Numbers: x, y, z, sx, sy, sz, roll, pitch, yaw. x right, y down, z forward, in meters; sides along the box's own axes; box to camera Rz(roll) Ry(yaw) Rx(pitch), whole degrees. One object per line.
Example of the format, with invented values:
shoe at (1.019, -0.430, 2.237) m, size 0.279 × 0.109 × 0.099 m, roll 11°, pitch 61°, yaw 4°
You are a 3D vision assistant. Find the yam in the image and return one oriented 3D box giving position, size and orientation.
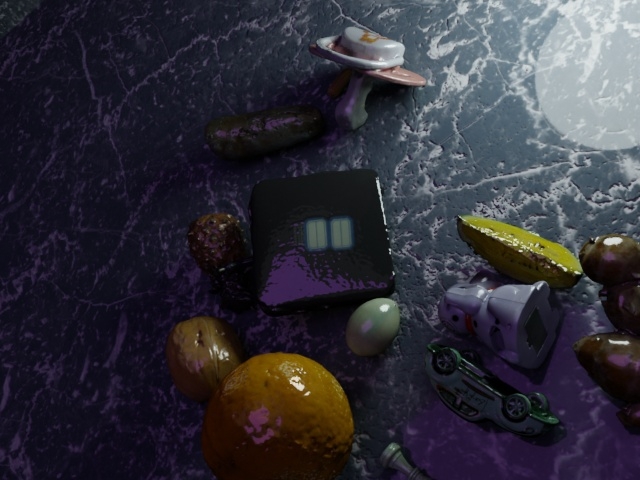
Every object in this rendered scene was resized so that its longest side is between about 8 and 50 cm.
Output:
yam at (-0.148, -0.307, 2.127) m, size 0.330 × 0.133 × 0.133 m, roll -10°, pitch 66°, yaw 19°

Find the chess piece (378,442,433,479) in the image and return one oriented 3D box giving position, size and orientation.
chess piece at (0.198, 0.508, 1.662) m, size 0.149 × 0.059 × 0.059 m, roll 36°, pitch 89°, yaw 28°

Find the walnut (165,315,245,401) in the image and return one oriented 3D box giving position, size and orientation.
walnut at (-0.289, 0.295, 1.917) m, size 0.193 × 0.193 × 0.226 m, roll -39°, pitch 59°, yaw 8°

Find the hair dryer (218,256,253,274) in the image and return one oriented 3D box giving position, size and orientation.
hair dryer at (-0.154, 0.061, 1.949) m, size 0.219 × 0.071 × 0.124 m, roll -10°, pitch 55°, yaw -24°

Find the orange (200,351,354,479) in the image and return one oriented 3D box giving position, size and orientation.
orange at (-0.096, 0.403, 1.693) m, size 0.340 × 0.340 × 0.293 m, roll -24°, pitch 50°, yaw 17°

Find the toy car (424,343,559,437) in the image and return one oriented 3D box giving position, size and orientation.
toy car at (0.344, 0.328, 1.614) m, size 0.306 × 0.136 × 0.125 m, roll 34°, pitch 101°, yaw 32°

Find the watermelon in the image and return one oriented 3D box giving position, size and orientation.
watermelon at (0.439, 0.021, 1.687) m, size 0.301 × 0.129 × 0.123 m, roll 28°, pitch 86°, yaw 26°

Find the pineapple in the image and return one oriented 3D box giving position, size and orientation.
pineapple at (-0.253, 0.072, 2.028) m, size 0.158 × 0.158 × 0.279 m, roll -25°, pitch 74°, yaw 16°

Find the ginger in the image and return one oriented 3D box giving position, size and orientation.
ginger at (0.624, 0.178, 1.506) m, size 0.256 × 0.176 × 0.375 m, roll 7°, pitch 84°, yaw 6°

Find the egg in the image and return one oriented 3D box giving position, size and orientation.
egg at (0.124, 0.201, 1.785) m, size 0.114 × 0.114 × 0.152 m, roll 39°, pitch 87°, yaw 33°

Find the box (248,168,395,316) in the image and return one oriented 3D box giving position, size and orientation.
box at (0.000, 0.000, 1.891) m, size 0.350 × 0.091 × 0.359 m, roll -8°, pitch 65°, yaw 4°

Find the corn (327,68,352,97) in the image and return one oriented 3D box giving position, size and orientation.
corn at (0.055, -0.437, 2.125) m, size 0.037 × 0.037 × 0.092 m, roll 36°, pitch 85°, yaw 33°

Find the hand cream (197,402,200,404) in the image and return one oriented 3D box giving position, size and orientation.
hand cream at (-0.336, 0.351, 2.010) m, size 0.062 × 0.039 × 0.163 m, roll -40°, pitch 64°, yaw 5°

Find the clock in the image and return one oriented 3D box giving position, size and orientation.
clock at (0.367, 0.158, 1.665) m, size 0.254 × 0.189 × 0.189 m, roll 17°, pitch 78°, yaw 47°

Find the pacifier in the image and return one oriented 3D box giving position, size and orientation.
pacifier at (0.114, -0.436, 1.992) m, size 0.332 × 0.273 × 0.220 m, roll 29°, pitch 60°, yaw 30°
